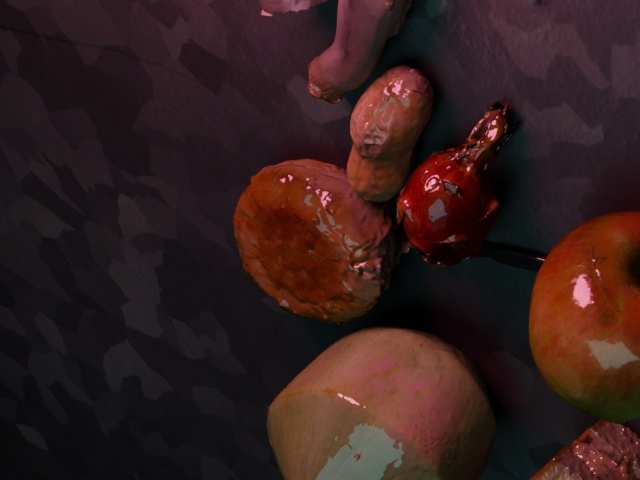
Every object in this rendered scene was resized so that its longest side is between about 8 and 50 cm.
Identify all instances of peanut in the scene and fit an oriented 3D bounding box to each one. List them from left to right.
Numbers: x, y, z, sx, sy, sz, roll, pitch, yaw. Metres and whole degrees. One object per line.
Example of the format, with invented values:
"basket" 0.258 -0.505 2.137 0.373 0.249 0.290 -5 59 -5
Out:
"peanut" 0.083 -0.133 1.786 0.099 0.099 0.214 32 145 16

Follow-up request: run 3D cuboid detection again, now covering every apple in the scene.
"apple" 0.358 0.095 1.616 0.246 0.246 0.226 34 147 15

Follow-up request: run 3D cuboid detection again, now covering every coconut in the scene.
"coconut" 0.076 0.272 1.945 0.328 0.328 0.281 21 137 27

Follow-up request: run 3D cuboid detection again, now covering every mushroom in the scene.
"mushroom" 0.046 -0.261 1.700 0.096 0.099 0.278 40 144 15

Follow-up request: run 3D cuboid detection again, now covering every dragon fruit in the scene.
"dragon fruit" 0.175 -0.072 1.747 0.125 0.125 0.246 46 126 22

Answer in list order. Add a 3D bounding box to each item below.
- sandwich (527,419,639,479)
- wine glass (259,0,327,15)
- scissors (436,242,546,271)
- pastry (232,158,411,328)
"sandwich" 0.337 0.342 1.850 0.122 0.235 0.128 47 144 17
"wine glass" -0.050 -0.375 1.667 0.111 0.111 0.204 7 124 38
"scissors" 0.227 0.016 1.836 0.220 0.017 0.088 14 128 33
"pastry" -0.004 -0.005 1.944 0.257 0.121 0.236 32 135 19
